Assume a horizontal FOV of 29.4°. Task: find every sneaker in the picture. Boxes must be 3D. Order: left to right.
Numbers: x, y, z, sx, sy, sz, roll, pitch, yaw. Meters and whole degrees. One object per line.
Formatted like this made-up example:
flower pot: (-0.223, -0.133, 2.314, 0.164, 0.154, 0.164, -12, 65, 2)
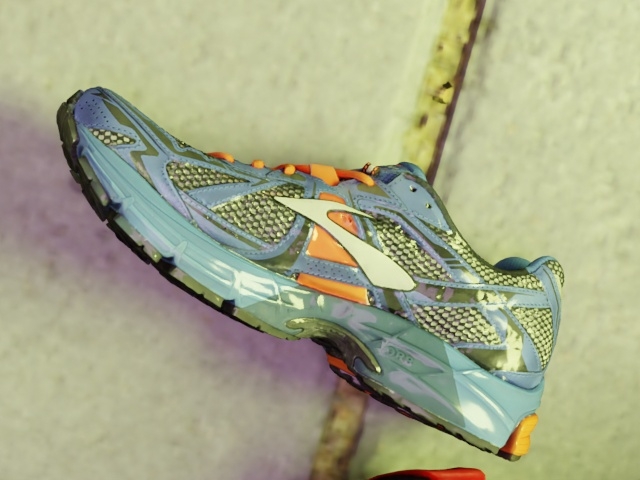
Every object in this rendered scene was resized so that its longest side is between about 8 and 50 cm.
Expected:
sneaker: (0.000, 0.000, 0.473, 0.221, 0.083, 0.087, 30, 82, -15)

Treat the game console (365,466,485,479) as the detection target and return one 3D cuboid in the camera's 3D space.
game console: (0.116, 0.295, 0.421, 0.060, 0.342, 0.387, -5, 103, -44)
